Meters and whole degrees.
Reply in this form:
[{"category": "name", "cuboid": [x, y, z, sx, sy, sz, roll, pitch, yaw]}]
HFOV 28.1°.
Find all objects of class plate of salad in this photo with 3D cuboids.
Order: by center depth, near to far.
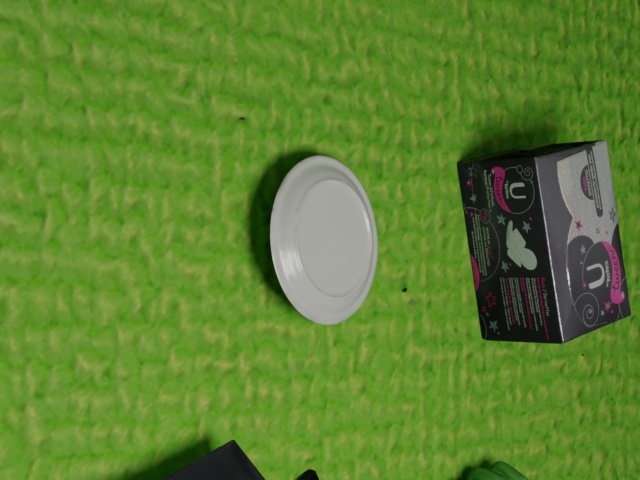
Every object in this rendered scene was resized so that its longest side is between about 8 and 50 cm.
[{"category": "plate of salad", "cuboid": [0.000, 0.000, 1.509, 0.200, 0.048, 0.200, 7, 81, -51]}]

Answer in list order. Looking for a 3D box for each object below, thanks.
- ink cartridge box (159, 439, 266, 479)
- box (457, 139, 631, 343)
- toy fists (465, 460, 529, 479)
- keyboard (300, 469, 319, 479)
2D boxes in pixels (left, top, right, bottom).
[{"category": "ink cartridge box", "cuboid": [-0.161, 0.337, 1.276, 0.333, 0.065, 0.165, -26, 70, -46]}, {"category": "box", "cuboid": [0.303, 0.000, 1.712, 0.163, 0.142, 0.247, -15, 100, -40]}, {"category": "toy fists", "cuboid": [0.192, 0.412, 1.642, 0.279, 0.096, 0.142, -50, 119, -28]}, {"category": "keyboard", "cuboid": [-0.003, 0.376, 1.521, 0.192, 0.038, 0.100, 67, 29, -17]}]
